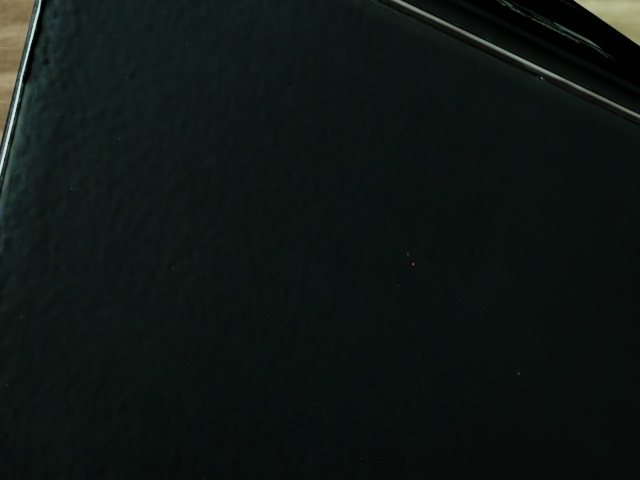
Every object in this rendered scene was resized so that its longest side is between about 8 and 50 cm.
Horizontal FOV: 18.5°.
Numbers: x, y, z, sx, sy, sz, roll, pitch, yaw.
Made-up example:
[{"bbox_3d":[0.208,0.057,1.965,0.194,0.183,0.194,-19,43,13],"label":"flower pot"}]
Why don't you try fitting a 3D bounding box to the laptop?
[{"bbox_3d":[0.000,0.000,0.766,0.236,0.382,0.408,-59,35,13],"label":"laptop"}]
